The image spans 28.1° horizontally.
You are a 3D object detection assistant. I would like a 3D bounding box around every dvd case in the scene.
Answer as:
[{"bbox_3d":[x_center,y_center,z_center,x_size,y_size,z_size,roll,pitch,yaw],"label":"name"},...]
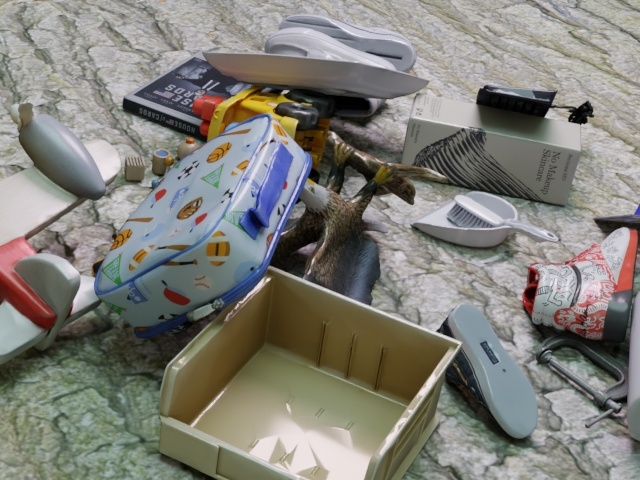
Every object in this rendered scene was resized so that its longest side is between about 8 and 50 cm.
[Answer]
[{"bbox_3d":[-0.194,-0.247,2.170,0.179,0.029,0.239,21,34,19],"label":"dvd case"}]

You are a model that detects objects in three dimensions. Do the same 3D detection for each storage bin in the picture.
[{"bbox_3d":[-0.014,0.181,1.476,0.262,0.123,0.260,21,35,18],"label":"storage bin"}]

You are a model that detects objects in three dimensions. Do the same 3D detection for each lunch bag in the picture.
[{"bbox_3d":[-0.135,-0.017,1.575,0.243,0.115,0.303,-25,28,32],"label":"lunch bag"}]

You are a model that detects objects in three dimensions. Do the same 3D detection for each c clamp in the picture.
[{"bbox_3d":[0.343,0.172,1.666,0.137,0.022,0.161,-14,39,-32],"label":"c clamp"}]

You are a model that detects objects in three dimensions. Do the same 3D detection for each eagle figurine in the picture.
[{"bbox_3d":[-0.007,-0.007,1.746,0.298,0.225,0.226,-58,23,-20],"label":"eagle figurine"}]

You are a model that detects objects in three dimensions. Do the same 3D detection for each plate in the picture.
[{"bbox_3d":[-0.004,-0.257,2.022,0.278,0.045,0.277,8,4,27],"label":"plate"}]

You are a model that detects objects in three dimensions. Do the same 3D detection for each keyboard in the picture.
[{"bbox_3d":[0.356,-0.215,2.106,0.202,0.033,0.317,5,0,7],"label":"keyboard"}]

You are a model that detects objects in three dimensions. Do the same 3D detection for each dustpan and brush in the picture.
[{"bbox_3d":[0.260,-0.026,1.911,0.211,0.060,0.147,31,39,30],"label":"dustpan and brush"}]

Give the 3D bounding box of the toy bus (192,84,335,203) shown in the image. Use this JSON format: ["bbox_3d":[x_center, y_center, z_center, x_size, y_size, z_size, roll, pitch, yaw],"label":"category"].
[{"bbox_3d":[-0.100,-0.160,1.914,0.212,0.149,0.220,18,19,8],"label":"toy bus"}]

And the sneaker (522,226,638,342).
[{"bbox_3d":[0.366,0.044,1.805,0.145,0.090,0.270,11,30,10],"label":"sneaker"}]

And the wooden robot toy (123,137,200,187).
[{"bbox_3d":[-0.208,-0.125,1.936,0.173,0.079,0.076,8,33,-3],"label":"wooden robot toy"}]

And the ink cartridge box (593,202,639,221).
[{"bbox_3d":[0.624,-0.042,1.952,0.371,0.069,0.176,3,-1,-5],"label":"ink cartridge box"}]

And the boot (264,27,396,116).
[{"bbox_3d":[0.000,-0.290,2.224,0.258,0.095,0.123,18,38,18],"label":"boot"}]

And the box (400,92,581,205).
[{"bbox_3d":[0.272,-0.146,2.055,0.275,0.113,0.094,11,33,5],"label":"box"}]

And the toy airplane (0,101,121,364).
[{"bbox_3d":[-0.435,-0.033,1.564,0.385,0.272,0.386,2,33,-11],"label":"toy airplane"}]

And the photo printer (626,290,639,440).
[{"bbox_3d":[0.523,0.161,1.646,0.256,0.107,0.307,15,33,5],"label":"photo printer"}]

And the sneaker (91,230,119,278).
[{"bbox_3d":[-0.240,0.000,1.740,0.083,0.084,0.215,6,30,13],"label":"sneaker"}]

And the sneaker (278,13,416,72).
[{"bbox_3d":[0.050,-0.358,2.360,0.258,0.094,0.091,16,15,3],"label":"sneaker"}]

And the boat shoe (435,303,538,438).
[{"bbox_3d":[0.204,0.174,1.602,0.065,0.083,0.183,-14,66,-30],"label":"boat shoe"}]
